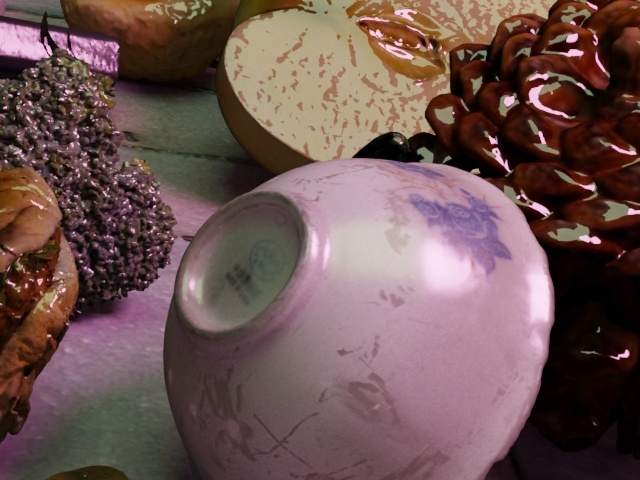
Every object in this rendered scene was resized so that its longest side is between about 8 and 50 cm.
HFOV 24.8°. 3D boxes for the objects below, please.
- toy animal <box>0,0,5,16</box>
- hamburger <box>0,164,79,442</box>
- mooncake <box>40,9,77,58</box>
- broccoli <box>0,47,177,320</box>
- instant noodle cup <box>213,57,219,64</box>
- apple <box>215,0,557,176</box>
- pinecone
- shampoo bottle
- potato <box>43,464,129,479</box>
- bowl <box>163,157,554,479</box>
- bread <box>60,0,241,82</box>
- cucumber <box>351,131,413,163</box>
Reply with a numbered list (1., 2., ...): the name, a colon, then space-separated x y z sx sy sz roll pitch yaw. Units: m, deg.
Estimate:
1. toy animal: -0.548 -0.314 1.722 0.357 0.194 0.258 6 -16 -19
2. hamburger: -0.262 0.041 1.069 0.130 0.183 0.206 29 15 -28
3. mooncake: -0.332 -0.173 1.489 0.150 0.347 0.057 49 56 -6
4. broccoli: -0.246 -0.062 1.337 0.252 0.221 0.361 -16 15 18
5. instant noodle cup: 0.004 -0.317 1.948 0.302 0.182 0.258 -3 27 -26
6. apple: 0.079 -0.193 1.569 0.360 0.320 0.312 19 12 -5
7. pinecone: 0.259 -0.001 1.177 0.397 0.398 0.398 8 25 -4
8. shampoo bottle: -0.387 -0.216 1.638 0.309 0.071 0.098 5 -6 -30
9. potato: -0.167 0.178 0.998 0.083 0.040 0.051 -16 40 -41
10. bowl: -0.012 0.047 0.990 0.146 0.313 0.313 42 -1 -42
11. bread: -0.207 -0.292 1.850 0.244 0.134 0.244 -2 35 1
12. cucumber: 0.000 0.000 1.204 0.056 0.284 0.056 20 47 -23
